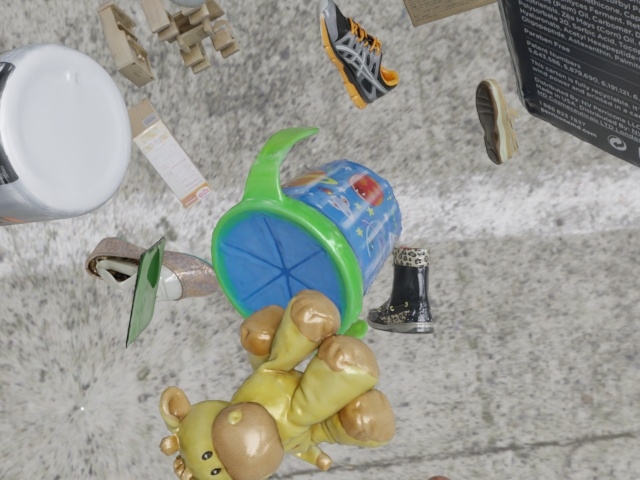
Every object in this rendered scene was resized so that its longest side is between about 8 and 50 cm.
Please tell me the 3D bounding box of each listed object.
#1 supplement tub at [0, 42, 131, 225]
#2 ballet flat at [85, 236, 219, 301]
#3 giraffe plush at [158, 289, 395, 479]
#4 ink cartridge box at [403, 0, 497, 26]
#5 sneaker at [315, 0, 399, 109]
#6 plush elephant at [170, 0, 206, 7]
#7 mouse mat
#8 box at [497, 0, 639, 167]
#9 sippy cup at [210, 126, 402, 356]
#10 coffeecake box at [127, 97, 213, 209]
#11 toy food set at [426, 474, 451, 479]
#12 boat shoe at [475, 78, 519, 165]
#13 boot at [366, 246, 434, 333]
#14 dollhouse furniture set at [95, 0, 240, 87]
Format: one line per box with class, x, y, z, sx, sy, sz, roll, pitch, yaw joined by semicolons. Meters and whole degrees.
supplement tub;-0.418;-0.118;1.186;0.207;0.338;0.207;7;81;-54
ballet flat;-0.347;0.073;1.913;0.106;0.316;0.107;-43;132;-44
giraffe plush;-0.060;0.167;0.897;0.171;0.210;0.181;-25;73;-42
ink cartridge box;0.256;-0.537;1.823;0.193;0.235;0.088;64;34;-25
sneaker;0.055;-0.306;1.520;0.083;0.215;0.084;-19;48;16
plush elephant;-0.135;-0.444;1.172;0.330;0.256;0.271;-49;129;-48
mouse mat;-0.278;0.079;1.520;0.007;0.189;0.152;11;99;1
box;0.402;-0.376;0.880;0.480;0.471;0.297;-47;52;-12
sippy cup;0.000;0.000;1.373;0.240;0.305;0.224;34;43;13
coffeecake box;-0.301;-0.169;1.865;0.068;0.142;0.185;-36;123;-3
toy food set;0.226;0.484;1.817;0.128;0.218;0.071;4;74;-28
boat shoe;0.349;-0.239;1.846;0.072;0.190;0.068;-27;43;-11
boot;0.168;0.102;1.996;0.085;0.236;0.178;0;90;-21
dollhouse furniture set;-0.329;-0.462;2.030;0.242;0.212;0.161;-26;69;10
